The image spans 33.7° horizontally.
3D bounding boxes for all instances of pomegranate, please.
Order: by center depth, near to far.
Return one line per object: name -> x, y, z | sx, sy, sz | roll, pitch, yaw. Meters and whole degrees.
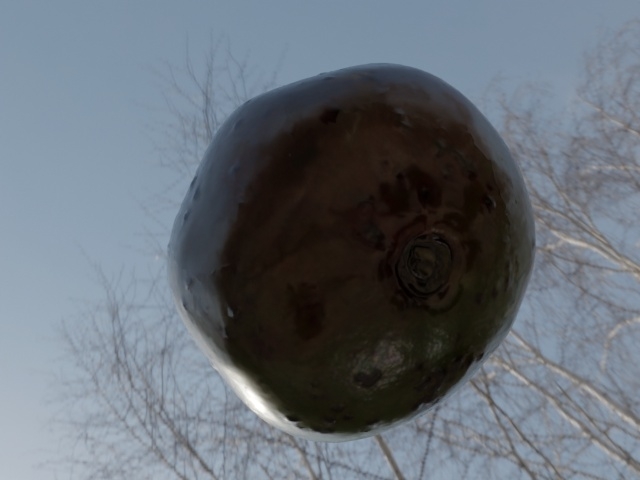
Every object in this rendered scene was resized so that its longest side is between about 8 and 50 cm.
pomegranate -> 0.010, 0.021, 0.841 | 0.291, 0.323, 0.291 | 8, -112, -21
